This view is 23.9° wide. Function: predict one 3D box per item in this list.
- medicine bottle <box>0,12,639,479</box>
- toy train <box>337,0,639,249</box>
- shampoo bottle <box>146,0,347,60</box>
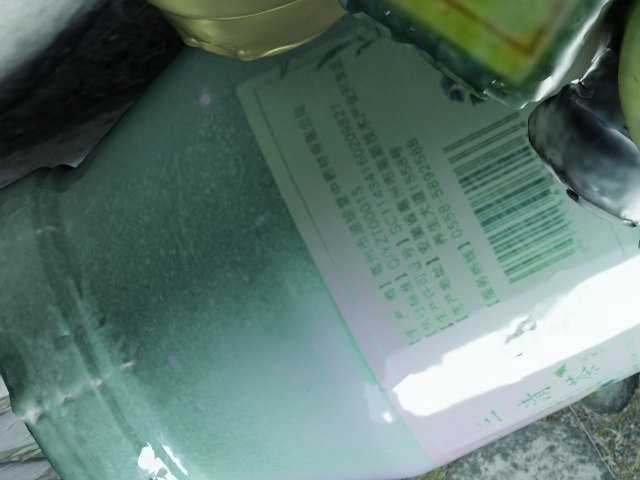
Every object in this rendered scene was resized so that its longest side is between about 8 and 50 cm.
[{"bbox_3d":[0.000,0.000,0.727,0.290,0.245,0.245,-26,170,7],"label":"medicine bottle"},{"bbox_3d":[0.121,-0.124,0.405,0.261,0.177,0.134,-58,177,28],"label":"toy train"},{"bbox_3d":[-0.034,-0.131,0.429,0.125,0.084,0.350,-30,170,-3],"label":"shampoo bottle"}]
